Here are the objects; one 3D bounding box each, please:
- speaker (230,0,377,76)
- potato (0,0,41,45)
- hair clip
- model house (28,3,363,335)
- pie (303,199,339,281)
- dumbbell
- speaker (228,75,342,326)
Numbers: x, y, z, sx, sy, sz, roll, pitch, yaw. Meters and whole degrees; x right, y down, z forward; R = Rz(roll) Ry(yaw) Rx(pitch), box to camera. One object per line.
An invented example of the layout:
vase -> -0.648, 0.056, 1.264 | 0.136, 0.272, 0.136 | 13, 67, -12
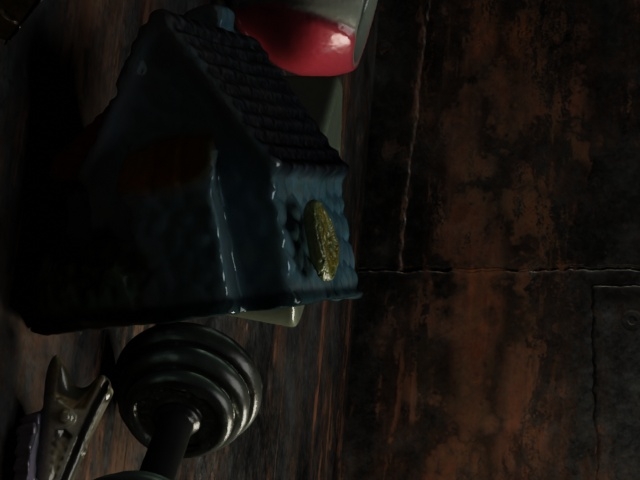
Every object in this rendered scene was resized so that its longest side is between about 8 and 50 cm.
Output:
speaker -> -0.005, -0.379, 2.587 | 0.294, 0.294, 0.294 | 2, 90, -81
potato -> -0.282, -0.250, 1.560 | 0.120, 0.100, 0.261 | -52, -166, 10
hair clip -> -0.265, 0.260, 1.721 | 0.106, 0.085, 0.292 | 78, 21, -73
model house -> -0.142, -0.084, 1.828 | 0.360, 0.297, 0.339 | -2, 88, -74
pie -> 0.001, 0.001, 1.727 | 0.084, 0.021, 0.084 | -12, 90, -78
dumbbell -> -0.174, 0.245, 1.941 | 0.406, 0.179, 0.179 | -73, 162, -55
speaker -> -0.088, -0.065, 2.348 | 0.406, 0.184, 0.183 | -75, 169, -54
